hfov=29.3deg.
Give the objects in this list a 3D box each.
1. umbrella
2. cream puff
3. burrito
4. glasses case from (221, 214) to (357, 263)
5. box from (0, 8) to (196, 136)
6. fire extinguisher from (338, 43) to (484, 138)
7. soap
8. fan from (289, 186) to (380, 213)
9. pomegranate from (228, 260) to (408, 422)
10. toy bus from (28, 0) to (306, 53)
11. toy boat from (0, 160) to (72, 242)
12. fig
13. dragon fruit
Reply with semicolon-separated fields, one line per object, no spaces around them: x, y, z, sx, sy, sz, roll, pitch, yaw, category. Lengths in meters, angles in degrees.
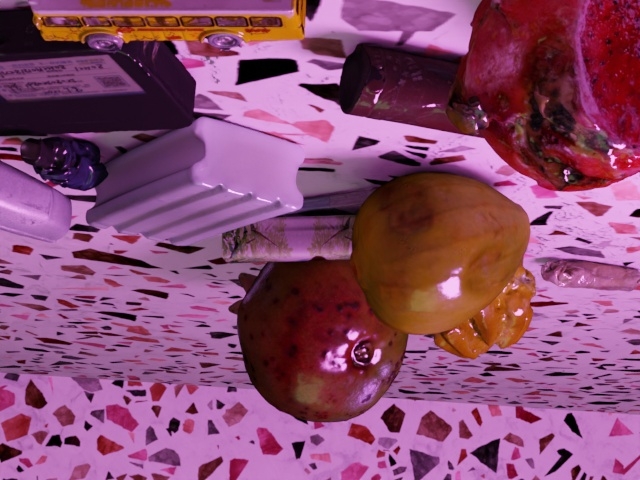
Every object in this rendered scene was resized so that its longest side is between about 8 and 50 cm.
-0.309;-0.099;1.443;0.070;0.071;0.248;2;175;5;umbrella
0.235;0.091;1.889;0.194;0.195;0.221;14;165;-36;cream puff
0.442;0.058;1.969;0.188;0.045;0.058;7;-170;-24;burrito
0.000;0.000;1.760;0.272;0.062;0.095;-1;173;9;glasses case
-0.318;-0.167;1.253;0.350;0.058;0.211;0;164;13;box
0.157;-0.146;1.221;0.267;0.072;0.089;8;124;-17;fire extinguisher
-0.160;-0.068;1.528;0.159;0.088;0.265;14;161;-35;soap
-0.025;-0.048;1.711;0.282;0.023;0.057;-5;162;33;fan
-0.004;0.142;1.943;0.290;0.291;0.323;7;176;-15;pomegranate
-0.125;-0.204;1.020;0.226;0.081;0.074;2;166;4;toy bus
-0.398;-0.060;1.389;0.085;0.078;0.260;-16;153;33;toy boat
0.150;0.006;1.544;0.230;0.207;0.207;-25;159;11;fig
0.235;-0.154;0.944;0.282;0.211;0.147;-20;179;-19;dragon fruit
